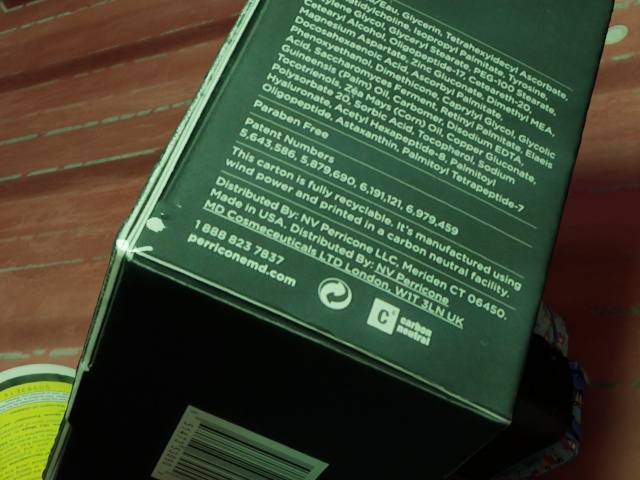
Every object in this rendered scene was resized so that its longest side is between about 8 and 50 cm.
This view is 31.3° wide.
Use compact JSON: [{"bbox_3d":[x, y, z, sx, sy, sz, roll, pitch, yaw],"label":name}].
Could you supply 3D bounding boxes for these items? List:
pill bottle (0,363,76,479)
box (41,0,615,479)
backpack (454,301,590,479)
[{"bbox_3d":[-0.290,0.299,1.221,0.188,0.188,0.334,-35,36,2],"label":"pill bottle"},{"bbox_3d":[0.000,0.000,1.041,0.480,0.297,0.472,121,171,-55],"label":"box"},{"bbox_3d":[0.172,0.126,1.074,0.158,0.116,0.173,-43,23,44],"label":"backpack"}]
